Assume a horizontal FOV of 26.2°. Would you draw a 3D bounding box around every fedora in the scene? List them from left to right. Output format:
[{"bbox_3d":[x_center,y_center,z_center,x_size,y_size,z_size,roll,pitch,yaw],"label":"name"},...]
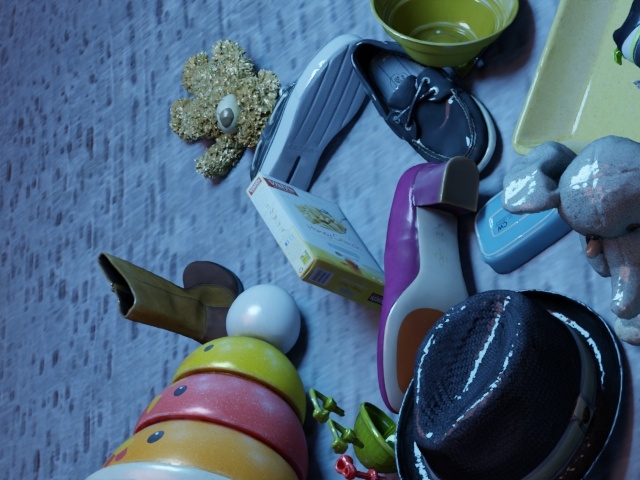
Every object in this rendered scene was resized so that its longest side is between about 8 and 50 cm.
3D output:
[{"bbox_3d":[0.204,0.180,1.692,0.334,0.152,0.334,-19,48,23],"label":"fedora"}]

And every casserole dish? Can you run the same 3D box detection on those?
[{"bbox_3d":[0.277,-0.035,1.877,0.188,0.037,0.114,-39,45,33],"label":"casserole dish"}]

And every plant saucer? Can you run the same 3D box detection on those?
[{"bbox_3d":[0.432,-0.237,1.756,0.333,0.081,0.332,14,83,52],"label":"plant saucer"}]

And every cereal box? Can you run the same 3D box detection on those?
[{"bbox_3d":[0.000,0.000,2.083,0.047,0.173,0.240,-53,40,18],"label":"cereal box"}]

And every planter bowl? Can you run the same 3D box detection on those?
[{"bbox_3d":[0.182,-0.319,2.037,0.090,0.217,0.217,88,164,-44],"label":"planter bowl"}]

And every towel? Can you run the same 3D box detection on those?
[{"bbox_3d":[0.226,-0.290,2.090,0.083,0.009,0.060,-52,39,20],"label":"towel"}]

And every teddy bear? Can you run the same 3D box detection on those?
[{"bbox_3d":[-0.185,-0.243,2.483,0.245,0.113,0.338,-58,38,15],"label":"teddy bear"}]

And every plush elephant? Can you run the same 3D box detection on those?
[{"bbox_3d":[0.360,-0.027,1.508,0.272,0.255,0.329,-11,95,45],"label":"plush elephant"}]

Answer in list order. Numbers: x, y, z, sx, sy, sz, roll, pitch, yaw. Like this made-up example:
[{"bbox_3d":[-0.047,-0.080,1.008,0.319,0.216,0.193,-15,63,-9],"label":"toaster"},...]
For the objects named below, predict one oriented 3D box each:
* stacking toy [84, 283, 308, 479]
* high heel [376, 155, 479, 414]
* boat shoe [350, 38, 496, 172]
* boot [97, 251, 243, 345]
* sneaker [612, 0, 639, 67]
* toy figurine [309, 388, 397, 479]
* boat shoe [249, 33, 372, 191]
[{"bbox_3d":[-0.137,0.267,2.069,0.351,0.351,0.479,-27,35,40],"label":"stacking toy"},{"bbox_3d":[0.133,0.067,1.948,0.181,0.127,0.377,-21,48,66],"label":"high heel"},{"bbox_3d":[0.142,-0.213,2.067,0.127,0.113,0.340,-51,40,21],"label":"boat shoe"},{"bbox_3d":[-0.253,0.084,2.255,0.096,0.280,0.264,-50,40,21],"label":"boot"},{"bbox_3d":[0.426,-0.316,1.670,0.234,0.084,0.097,-59,37,10],"label":"sneaker"},{"bbox_3d":[0.058,0.393,1.810,0.217,0.191,0.362,-60,36,18],"label":"toy figurine"},{"bbox_3d":[-0.035,-0.206,2.264,0.335,0.121,0.119,-58,40,19],"label":"boat shoe"}]
